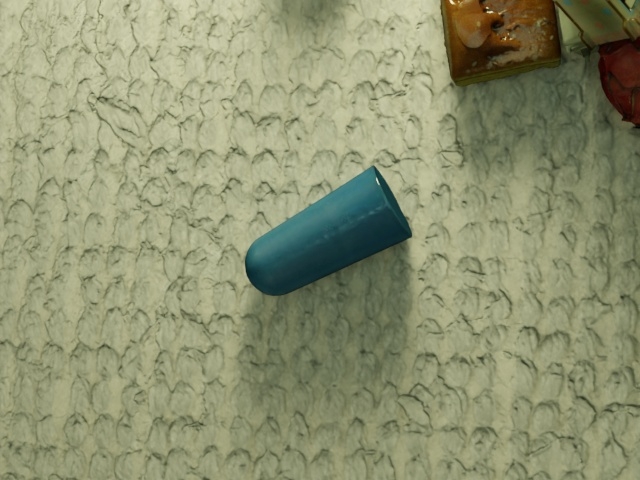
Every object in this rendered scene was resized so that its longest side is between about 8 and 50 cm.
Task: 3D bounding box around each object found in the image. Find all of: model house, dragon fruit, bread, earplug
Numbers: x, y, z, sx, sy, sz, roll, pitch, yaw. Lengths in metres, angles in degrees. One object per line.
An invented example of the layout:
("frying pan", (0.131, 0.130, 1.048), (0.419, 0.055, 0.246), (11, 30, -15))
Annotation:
("model house", (0.428, -0.477, 1.380), (0.244, 0.169, 0.326), (38, 67, -16))
("dragon fruit", (0.514, -0.275, 1.444), (0.172, 0.172, 0.209), (21, 103, 10))
("bread", (0.284, -0.382, 1.517), (0.184, 0.110, 0.234), (-9, 84, 8))
("earplug", (0.000, 0.000, 1.535), (0.273, 0.132, 0.132), (-29, 82, 10))

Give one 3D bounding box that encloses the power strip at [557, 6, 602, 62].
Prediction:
("power strip", (0.400, -0.462, 1.504), (0.043, 0.106, 0.367), (-10, 85, 32))
